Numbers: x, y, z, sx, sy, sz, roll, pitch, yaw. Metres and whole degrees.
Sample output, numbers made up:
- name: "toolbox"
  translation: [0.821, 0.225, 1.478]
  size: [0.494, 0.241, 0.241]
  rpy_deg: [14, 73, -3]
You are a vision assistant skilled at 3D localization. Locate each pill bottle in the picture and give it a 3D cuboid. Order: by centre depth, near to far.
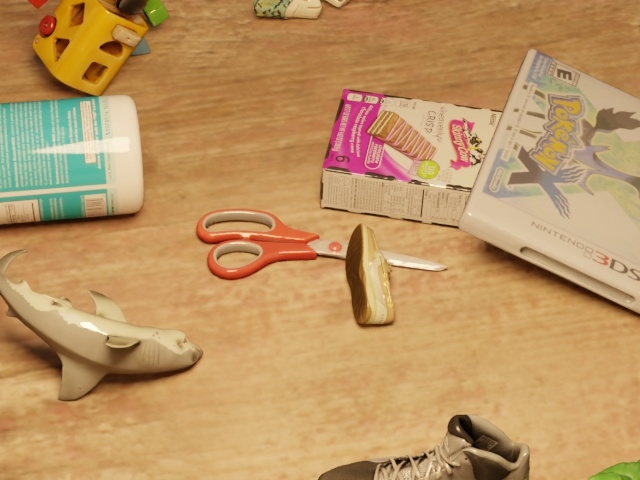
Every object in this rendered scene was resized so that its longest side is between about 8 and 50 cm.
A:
- name: "pill bottle"
  translation: [-0.347, -0.095, 2.167]
  size: [0.264, 0.146, 0.146]
  rpy_deg: [-4, 45, -8]

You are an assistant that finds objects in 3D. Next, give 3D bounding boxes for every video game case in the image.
- name: "video game case"
  translation: [0.346, -0.067, 2.189]
  size: [0.300, 0.036, 0.329]
  rpy_deg: [25, 46, 0]

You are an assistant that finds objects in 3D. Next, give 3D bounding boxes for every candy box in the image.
- name: "candy box"
  translation: [0.127, -0.100, 2.244]
  size: [0.233, 0.071, 0.159]
  rpy_deg: [9, 45, 5]

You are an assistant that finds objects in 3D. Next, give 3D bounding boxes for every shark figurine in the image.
- name: "shark figurine"
  translation: [-0.286, 0.112, 1.999]
  size: [0.278, 0.116, 0.166]
  rpy_deg: [22, 14, 9]

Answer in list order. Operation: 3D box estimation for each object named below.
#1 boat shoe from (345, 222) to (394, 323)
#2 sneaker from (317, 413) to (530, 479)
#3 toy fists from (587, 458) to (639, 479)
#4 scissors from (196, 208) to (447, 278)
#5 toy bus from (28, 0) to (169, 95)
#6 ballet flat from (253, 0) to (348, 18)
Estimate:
- name: "boat shoe"
  translation: [0.060, 0.042, 2.114]
  size: [0.045, 0.050, 0.135]
  rpy_deg: [12, 53, -23]
- name: "sneaker"
  translation: [0.108, 0.226, 1.866]
  size: [0.229, 0.132, 0.086]
  rpy_deg: [-1, 44, -4]
- name: "toy fists"
  translation: [0.375, 0.321, 1.808]
  size: [0.142, 0.096, 0.279]
  rpy_deg: [-33, 55, -30]
- name: "scissors"
  translation: [0.000, 0.000, 2.173]
  size: [0.297, 0.021, 0.109]
  rpy_deg: [-2, 45, -4]
- name: "toy bus"
  translation: [-0.274, -0.284, 2.332]
  size: [0.191, 0.202, 0.104]
  rpy_deg: [-24, 51, -18]
- name: "ballet flat"
  translation: [-0.003, -0.343, 2.498]
  size: [0.188, 0.070, 0.070]
  rpy_deg: [-31, 53, -25]
